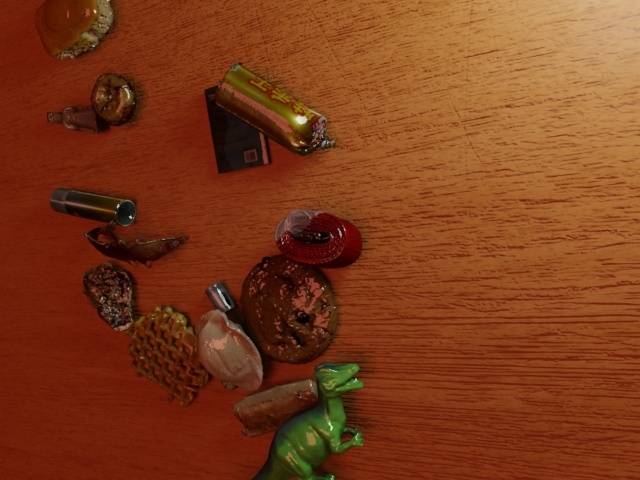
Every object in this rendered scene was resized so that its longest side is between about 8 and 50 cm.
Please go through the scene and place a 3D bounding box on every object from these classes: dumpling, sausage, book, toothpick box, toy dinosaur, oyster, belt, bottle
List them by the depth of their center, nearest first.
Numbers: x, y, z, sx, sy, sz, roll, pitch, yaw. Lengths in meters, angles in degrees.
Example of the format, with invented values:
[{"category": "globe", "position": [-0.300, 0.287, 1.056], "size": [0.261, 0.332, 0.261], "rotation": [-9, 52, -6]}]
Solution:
[{"category": "sausage", "position": [-0.105, -0.297, 1.323], "size": [0.317, 0.125, 0.117], "rotation": [33, 146, 10]}, {"category": "belt", "position": [0.000, 0.000, 1.328], "size": [0.200, 0.124, 0.128], "rotation": [8, 85, 31]}, {"category": "toy dinosaur", "position": [-0.113, 0.498, 1.401], "size": [0.499, 0.144, 0.375], "rotation": [-8, 104, 16]}, {"category": "book", "position": [-0.216, -0.298, 1.442], "size": [0.160, 0.024, 0.228], "rotation": [-7, 94, 26]}, {"category": "dumpling", "position": [-0.238, 0.287, 1.476], "size": [0.252, 0.131, 0.179], "rotation": [51, 129, 13]}, {"category": "toothpick box", "position": [-0.275, 0.161, 1.530], "size": [0.052, 0.052, 0.083], "rotation": [-38, 82, 26]}, {"category": "toy dinosaur", "position": [-0.562, 0.000, 1.621], "size": [0.206, 0.113, 0.327], "rotation": [43, 144, -25]}, {"category": "bottle", "position": [-0.693, -0.104, 1.682], "size": [0.286, 0.082, 0.082], "rotation": [11, 103, 25]}, {"category": "oyster", "position": [-0.667, 0.175, 1.718], "size": [0.222, 0.083, 0.214], "rotation": [-9, 91, 34]}]

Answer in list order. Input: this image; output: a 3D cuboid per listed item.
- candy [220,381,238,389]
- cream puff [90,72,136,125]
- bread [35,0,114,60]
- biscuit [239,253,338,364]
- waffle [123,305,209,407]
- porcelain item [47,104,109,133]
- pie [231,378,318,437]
[{"category": "candy", "position": [-0.290, 0.335, 1.574], "size": [0.061, 0.061, 0.202], "rotation": [-49, 67, 24]}, {"category": "cream puff", "position": [-0.576, -0.400, 1.575], "size": [0.149, 0.084, 0.149], "rotation": [4, 101, 22]}, {"category": "bread", "position": [-0.701, -0.634, 1.580], "size": [0.245, 0.121, 0.174], "rotation": [-24, 88, 30]}, {"category": "biscuit", "position": [-0.089, 0.180, 1.426], "size": [0.295, 0.075, 0.296], "rotation": [4, 100, 26]}, {"category": "waffle", "position": [-0.459, 0.344, 1.649], "size": [0.301, 0.058, 0.281], "rotation": [49, 117, 12]}, {"category": "porcelain item", "position": [-0.734, -0.367, 1.675], "size": [0.213, 0.054, 0.084], "rotation": [7, 99, 25]}, {"category": "pie", "position": [-0.111, 0.450, 1.480], "size": [0.282, 0.068, 0.129], "rotation": [-24, 103, 21]}]
